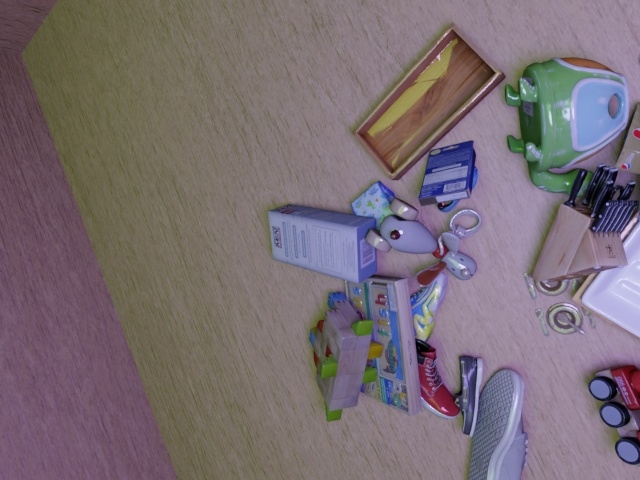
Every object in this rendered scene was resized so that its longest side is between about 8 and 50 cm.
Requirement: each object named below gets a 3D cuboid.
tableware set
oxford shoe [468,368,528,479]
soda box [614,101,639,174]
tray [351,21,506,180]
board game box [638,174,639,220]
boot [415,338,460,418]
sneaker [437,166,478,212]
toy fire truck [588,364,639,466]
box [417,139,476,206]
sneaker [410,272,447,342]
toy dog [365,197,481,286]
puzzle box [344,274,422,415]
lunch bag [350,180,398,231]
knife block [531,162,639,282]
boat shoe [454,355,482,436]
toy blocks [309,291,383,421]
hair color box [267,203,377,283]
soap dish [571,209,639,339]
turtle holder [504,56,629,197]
[{"bbox_3d":[0.638,0.163,1.149,0.128,0.039,0.194,-21,86,31],"label":"tableware set"},{"bbox_3d":[0.526,0.587,1.223,0.130,0.169,0.449,7,94,-5],"label":"oxford shoe"},{"bbox_3d":[0.728,-0.235,0.971,0.058,0.181,0.061,21,149,26],"label":"soda box"},{"bbox_3d":[0.304,-0.392,1.256,0.411,0.076,0.203,-44,74,26],"label":"tray"},{"bbox_3d":[0.758,-0.204,0.818,0.086,0.308,0.302,30,137,16],"label":"board game box"},{"bbox_3d":[0.343,0.417,1.291,0.244,0.088,0.176,44,141,20],"label":"boot"},{"bbox_3d":[0.396,-0.146,1.232,0.063,0.073,0.162,39,113,21],"label":"sneaker"},{"bbox_3d":[0.806,0.386,0.980,0.246,0.158,0.217,-43,51,49],"label":"toy fire truck"},{"bbox_3d":[0.360,-0.191,1.198,0.136,0.225,0.036,-8,133,33],"label":"box"},{"bbox_3d":[0.304,0.196,1.319,0.126,0.091,0.240,22,107,27],"label":"sneaker"},{"bbox_3d":[0.293,0.015,1.194,0.333,0.161,0.220,10,110,4],"label":"toy dog"},{"bbox_3d":[0.189,0.312,1.355,0.272,0.052,0.409,-2,96,59],"label":"puzzle box"},{"bbox_3d":[0.184,-0.093,1.350,0.129,0.096,0.151,-40,86,28],"label":"lunch bag"},{"bbox_3d":[0.617,-0.039,1.025,0.276,0.088,0.242,129,139,-68],"label":"knife block"},{"bbox_3d":[0.433,0.458,1.264,0.068,0.081,0.228,7,82,17],"label":"boat shoe"},{"bbox_3d":[0.048,0.353,1.411,0.261,0.191,0.381,-128,41,-57],"label":"toy blocks"},{"bbox_3d":[0.000,0.000,1.405,0.374,0.113,0.185,13,116,38],"label":"hair color box"},{"bbox_3d":[0.789,0.084,1.005,0.229,0.118,0.291,34,111,22],"label":"soap dish"},{"bbox_3d":[0.586,-0.270,1.013,0.227,0.243,0.320,-8,83,14],"label":"turtle holder"}]
